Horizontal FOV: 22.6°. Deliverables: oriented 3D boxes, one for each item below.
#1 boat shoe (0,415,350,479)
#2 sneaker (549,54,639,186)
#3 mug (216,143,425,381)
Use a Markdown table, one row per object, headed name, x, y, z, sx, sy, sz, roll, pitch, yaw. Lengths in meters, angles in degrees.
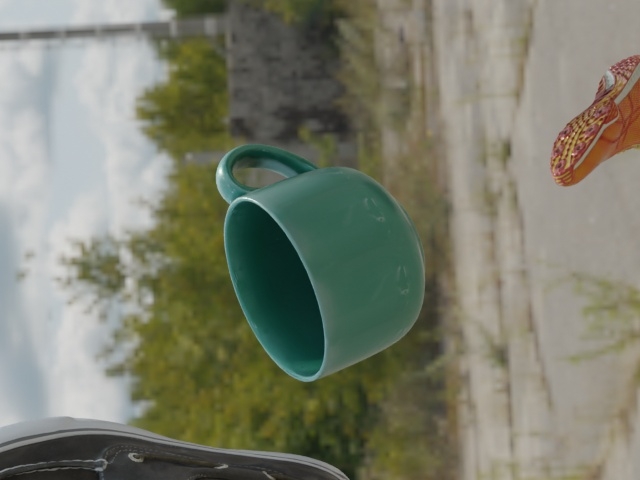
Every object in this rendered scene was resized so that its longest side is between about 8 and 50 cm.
| name | x | y | z | sx | sy | sz | roll | pitch | yaw |
| --- | --- | --- | --- | --- | --- | --- | --- | --- | --- |
| boat shoe | -0.076 | 0.138 | 0.775 | 0.076 | 0.228 | 0.080 | -159 | 81 | -66 |
| sneaker | 0.259 | -0.097 | 1.398 | 0.067 | 0.064 | 0.175 | 54 | -127 | -14 |
| mug | 0.005 | 0.004 | 1.063 | 0.129 | 0.097 | 0.157 | -1 | 108 | 63 |
